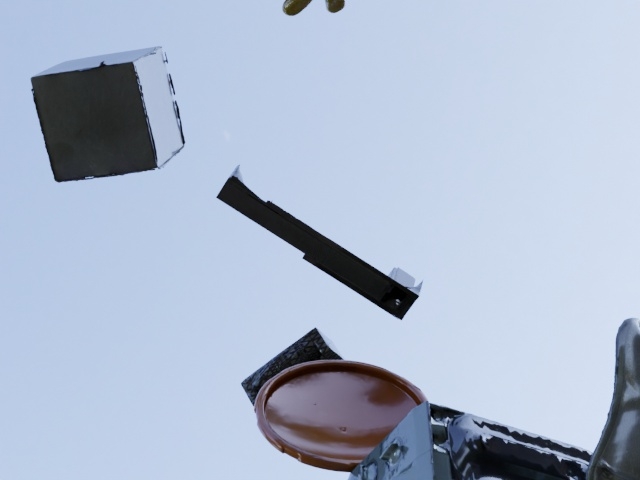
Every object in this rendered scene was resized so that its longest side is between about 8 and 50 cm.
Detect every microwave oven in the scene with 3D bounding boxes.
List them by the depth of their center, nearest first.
[{"bbox_3d":[0.155,0.323,1.089,0.237,0.295,0.181,18,-47,-20],"label":"microwave oven"}]

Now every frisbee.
[{"bbox_3d":[0.025,0.190,1.283,0.192,0.192,0.035,-4,-61,-18],"label":"frisbee"}]

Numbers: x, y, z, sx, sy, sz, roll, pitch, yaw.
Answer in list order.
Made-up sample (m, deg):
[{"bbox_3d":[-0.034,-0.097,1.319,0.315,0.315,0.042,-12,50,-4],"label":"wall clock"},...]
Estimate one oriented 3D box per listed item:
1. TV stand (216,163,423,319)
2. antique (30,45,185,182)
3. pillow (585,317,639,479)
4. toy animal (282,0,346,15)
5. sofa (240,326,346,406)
[{"bbox_3d":[0.000,0.000,1.403,0.256,0.049,0.040,33,-63,-3],"label":"TV stand"},{"bbox_3d":[-0.269,-0.168,1.582,0.151,0.148,0.147,-6,-74,13],"label":"antique"},{"bbox_3d":[0.294,0.167,1.051,0.130,0.218,0.033,32,-41,-11],"label":"pillow"},{"bbox_3d":[-0.040,-0.351,1.323,0.156,0.230,0.156,-21,-14,-6],"label":"toy animal"},{"bbox_3d":[-0.032,0.159,1.461,0.118,0.039,0.060,-37,-34,4],"label":"sofa"}]
